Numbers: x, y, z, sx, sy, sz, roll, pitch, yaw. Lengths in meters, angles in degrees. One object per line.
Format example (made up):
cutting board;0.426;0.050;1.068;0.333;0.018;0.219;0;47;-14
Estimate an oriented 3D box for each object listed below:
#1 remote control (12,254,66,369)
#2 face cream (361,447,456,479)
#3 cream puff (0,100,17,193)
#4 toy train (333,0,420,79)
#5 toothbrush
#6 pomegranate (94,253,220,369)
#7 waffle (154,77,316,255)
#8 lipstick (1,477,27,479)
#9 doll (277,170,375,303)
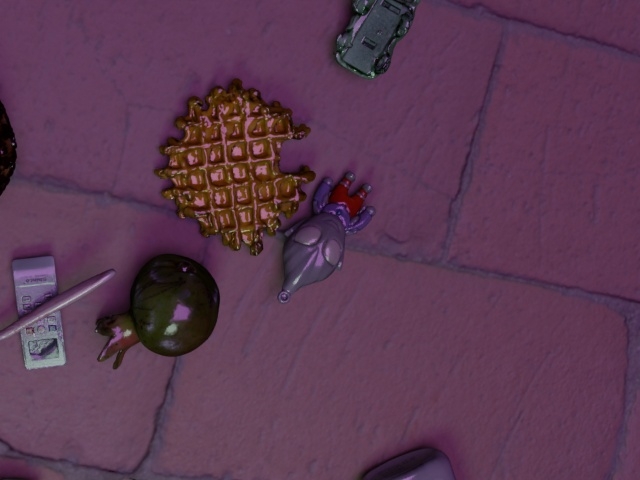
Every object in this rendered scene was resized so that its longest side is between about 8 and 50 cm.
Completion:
remote control;-0.401;0.102;1.741;0.061;0.029;0.162;-5;104;-9
face cream;0.176;0.508;1.961;0.163;0.080;0.336;-22;104;-15
cream puff;-0.518;-0.123;1.598;0.239;0.165;0.239;-4;100;-20
toy train;0.087;-0.315;1.814;0.099;0.081;0.149;29;100;12
toothbrush;-0.420;0.121;1.713;0.307;0.025;0.029;-29;113;0
pomegranate;-0.238;0.103;1.742;0.191;0.152;0.131;-24;112;8
waffle;-0.121;-0.110;1.792;0.232;0.051;0.228;35;89;-19
lipstick;-0.486;0.487;1.747;0.076;0.076;0.304;24;91;-20
doll;0.000;0.000;1.836;0.102;0.075;0.227;36;75;-3
